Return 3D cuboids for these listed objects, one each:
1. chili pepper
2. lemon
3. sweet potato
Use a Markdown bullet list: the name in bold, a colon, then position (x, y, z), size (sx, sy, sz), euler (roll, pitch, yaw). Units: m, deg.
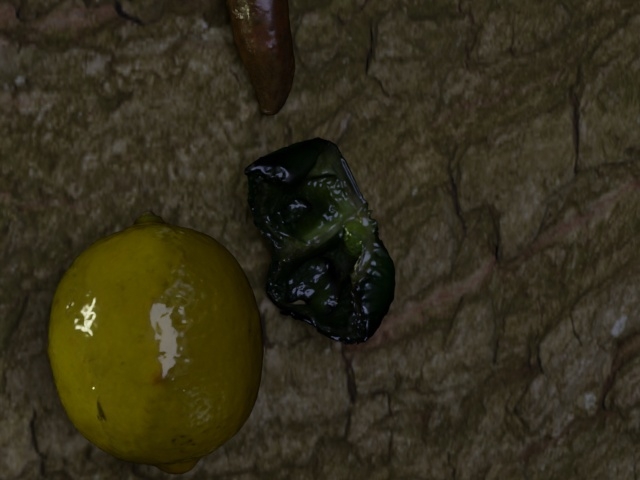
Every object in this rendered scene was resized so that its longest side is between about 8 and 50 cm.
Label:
- **chili pepper**: position (-0.002, 0.004, 1.725), size (0.148, 0.116, 0.264), euler (-31, 97, -31)
- **lemon**: position (-0.187, 0.121, 1.563), size (0.260, 0.260, 0.284), euler (6, 103, -20)
- **sweet potato**: position (-0.078, -0.305, 1.722), size (0.097, 0.097, 0.292), euler (-2, 90, -21)
